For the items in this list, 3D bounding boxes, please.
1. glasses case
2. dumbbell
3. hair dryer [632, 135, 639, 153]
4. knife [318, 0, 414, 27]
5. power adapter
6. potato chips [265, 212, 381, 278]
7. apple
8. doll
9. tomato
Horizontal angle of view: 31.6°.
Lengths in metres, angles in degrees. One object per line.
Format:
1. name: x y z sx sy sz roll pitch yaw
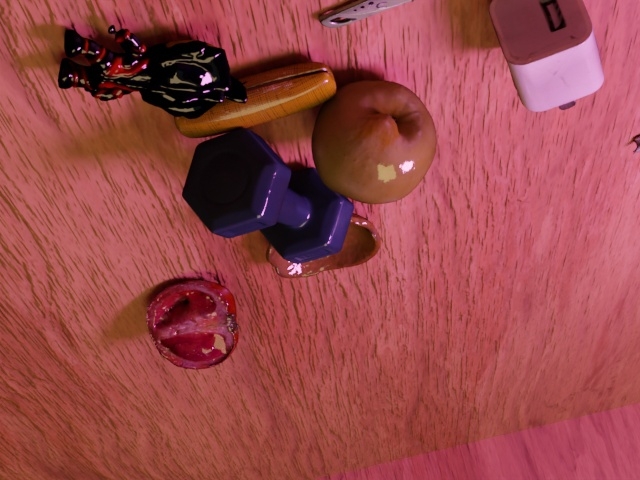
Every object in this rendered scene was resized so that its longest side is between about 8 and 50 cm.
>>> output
1. glasses case: -0.094 -0.198 1.599 0.234 0.064 0.079 -16 158 6
2. dumbbell: -0.072 -0.061 1.724 0.144 0.160 0.325 -47 155 10
3. hair dryer: 0.708 -0.210 1.957 0.229 0.092 0.267 -1 164 -34
4. knife: 0.136 -0.337 1.495 0.293 0.020 0.043 -19 154 12
5. power adapter: 0.327 -0.260 1.606 0.125 0.130 0.205 -20 153 12
6. potato chips: 0.000 -0.001 2.012 0.195 0.062 0.208 8 147 -26
7. apple: 0.077 -0.143 1.661 0.200 0.200 0.200 -11 152 -6
8. doll: -0.215 -0.223 1.491 0.248 0.088 0.127 6 168 -16
9. tomato: -0.235 0.145 2.150 0.173 0.099 0.189 -4 115 13
